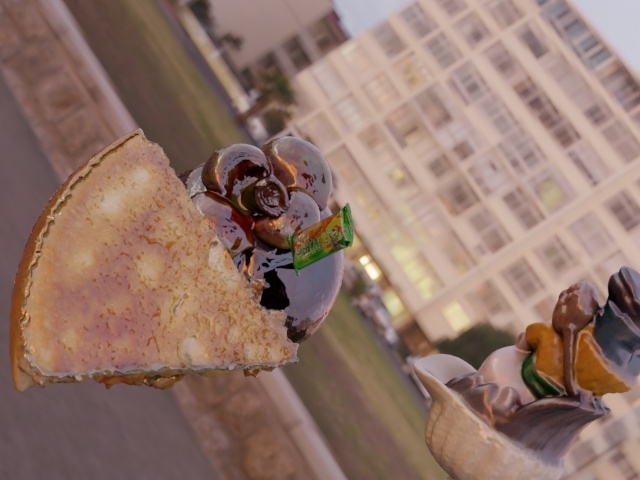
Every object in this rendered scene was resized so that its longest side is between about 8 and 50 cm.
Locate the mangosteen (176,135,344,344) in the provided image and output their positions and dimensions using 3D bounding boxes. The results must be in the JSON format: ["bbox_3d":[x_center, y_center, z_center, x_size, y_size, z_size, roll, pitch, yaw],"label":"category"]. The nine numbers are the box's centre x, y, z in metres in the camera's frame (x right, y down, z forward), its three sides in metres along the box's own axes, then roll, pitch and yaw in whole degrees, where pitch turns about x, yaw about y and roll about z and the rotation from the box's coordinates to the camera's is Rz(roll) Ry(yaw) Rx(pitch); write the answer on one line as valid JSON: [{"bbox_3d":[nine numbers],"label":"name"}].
[{"bbox_3d":[-0.105,0.006,1.958,0.307,0.307,0.347,56,-34,31],"label":"mangosteen"}]

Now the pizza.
[{"bbox_3d":[-0.108,0.046,0.909,0.193,0.201,0.053,37,-37,-11],"label":"pizza"}]

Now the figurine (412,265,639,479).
[{"bbox_3d":[0.266,0.179,1.602,0.185,0.332,0.204,23,49,-46],"label":"figurine"}]

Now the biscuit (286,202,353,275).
[{"bbox_3d":[0.000,0.000,1.392,0.016,0.089,0.046,19,54,-45],"label":"biscuit"}]
